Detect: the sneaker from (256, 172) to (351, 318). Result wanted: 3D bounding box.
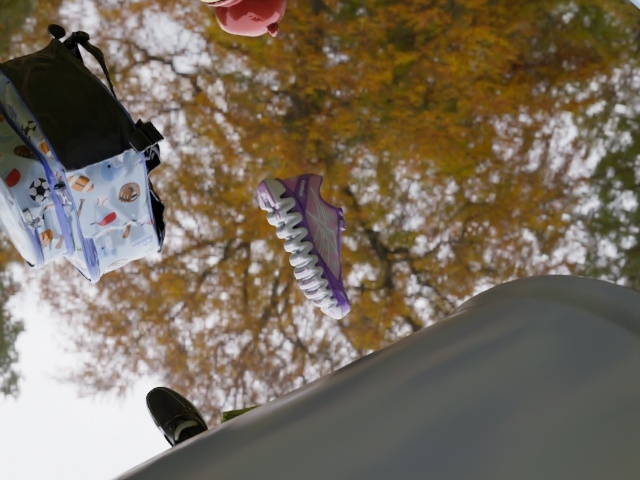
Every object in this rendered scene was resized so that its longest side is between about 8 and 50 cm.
[{"bbox_3d":[0.000,0.000,1.403,0.105,0.236,0.095,-27,-174,-21],"label":"sneaker"}]

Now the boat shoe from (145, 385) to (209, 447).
[{"bbox_3d":[-0.163,0.232,1.159,0.056,0.049,0.152,-41,-113,-16],"label":"boat shoe"}]

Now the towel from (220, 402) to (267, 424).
[{"bbox_3d":[-0.022,0.271,1.208,0.102,0.021,0.237,-7,-156,-40],"label":"towel"}]

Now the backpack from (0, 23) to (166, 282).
[{"bbox_3d":[-0.303,-0.078,1.156,0.213,0.263,0.276,-28,-131,-13],"label":"backpack"}]

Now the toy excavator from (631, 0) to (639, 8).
[{"bbox_3d":[0.294,-0.329,0.885,0.222,0.445,0.433,36,-132,-22],"label":"toy excavator"}]

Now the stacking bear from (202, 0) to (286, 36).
[{"bbox_3d":[-0.162,-0.433,1.468,0.164,0.289,0.175,-36,-138,10],"label":"stacking bear"}]

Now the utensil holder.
[{"bbox_3d":[0.045,0.224,0.518,0.385,0.327,0.327,-18,-141,-35],"label":"utensil holder"}]
